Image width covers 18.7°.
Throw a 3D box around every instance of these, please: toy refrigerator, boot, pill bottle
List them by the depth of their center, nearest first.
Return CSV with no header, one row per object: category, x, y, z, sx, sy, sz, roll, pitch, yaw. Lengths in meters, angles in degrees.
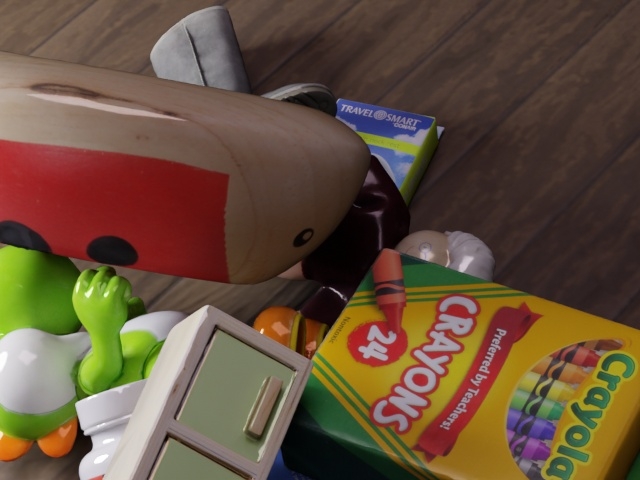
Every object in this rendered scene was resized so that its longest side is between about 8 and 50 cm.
toy refrigerator,-0.108,0.194,1.492,0.102,0.094,0.269,30,63,-14
pill bottle,-0.135,0.214,1.590,0.108,0.108,0.193,-17,83,-7
boot,-0.082,-0.162,1.980,0.189,0.076,0.208,-26,41,14

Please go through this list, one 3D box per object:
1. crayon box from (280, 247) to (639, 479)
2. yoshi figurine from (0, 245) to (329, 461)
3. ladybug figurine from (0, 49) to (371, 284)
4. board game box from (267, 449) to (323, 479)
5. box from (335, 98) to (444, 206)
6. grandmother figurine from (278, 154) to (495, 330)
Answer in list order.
crayon box,0.150,0.142,1.582,0.318,0.081,0.202,18,53,22
yoshi figurine,-0.179,0.080,1.732,0.362,0.203,0.203,1,32,13
ladybug figurine,-0.185,-0.064,1.675,0.449,0.305,0.162,11,92,9
board game box,0.105,0.278,1.573,0.233,0.078,0.347,-19,49,-9
box,0.044,-0.072,1.920,0.109,0.042,0.178,13,53,19
grandmother figurine,0.000,0.000,1.803,0.342,0.104,0.208,16,93,22
